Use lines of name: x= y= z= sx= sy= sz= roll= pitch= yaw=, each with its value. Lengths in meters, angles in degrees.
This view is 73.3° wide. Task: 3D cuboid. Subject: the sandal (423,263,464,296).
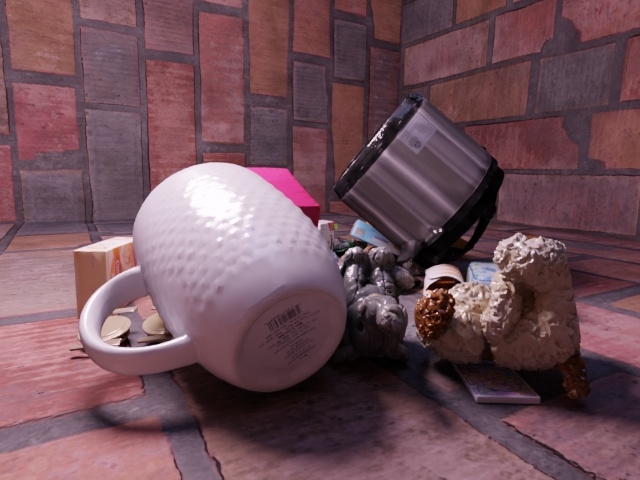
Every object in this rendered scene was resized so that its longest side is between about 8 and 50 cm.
sandal: x=0.318 y=0.096 z=1.133 sx=0.102 sy=0.076 sz=0.265 roll=2 pitch=9 yaw=8

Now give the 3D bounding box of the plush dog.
plush dog: x=0.259 y=0.129 z=0.653 sx=0.225 sy=0.210 sz=0.262 roll=-10 pitch=-25 yaw=24

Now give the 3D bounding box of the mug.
mug: x=-0.158 y=0.073 z=0.649 sx=0.374 sy=0.276 sz=0.328 roll=-20 pitch=35 yaw=-24

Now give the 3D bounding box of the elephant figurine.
elephant figurine: x=0.077 y=0.131 z=0.692 sx=0.169 sy=0.186 sz=0.239 roll=-31 pitch=29 yaw=18

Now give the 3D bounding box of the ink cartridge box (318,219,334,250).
ink cartridge box: x=0.000 y=0.000 z=1.523 sx=0.056 sy=0.135 sz=0.099 roll=10 pitch=13 yaw=32

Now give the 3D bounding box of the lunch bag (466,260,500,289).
lunch bag: x=0.441 y=0.109 z=1.022 sx=0.176 sy=0.090 sz=0.219 roll=2 pitch=9 yaw=15

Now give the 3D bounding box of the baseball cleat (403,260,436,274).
baseball cleat: x=0.312 y=0.073 z=1.368 sx=0.206 sy=0.072 sz=0.109 roll=-4 pitch=-6 yaw=-39

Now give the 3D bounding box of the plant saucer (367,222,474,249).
plant saucer: x=0.345 y=-0.026 z=1.621 sx=0.333 sy=0.081 sz=0.333 roll=25 pitch=-4 yaw=-29

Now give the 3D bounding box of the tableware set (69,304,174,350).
tableware set: x=-0.324 y=0.163 z=0.767 sx=0.194 sy=0.039 sz=0.128 roll=-6 pitch=21 yaw=-6

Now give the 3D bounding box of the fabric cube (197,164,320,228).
fabric cube: x=-0.175 y=-0.022 z=1.065 sx=0.259 sy=0.254 sz=0.258 roll=-2 pitch=29 yaw=-22

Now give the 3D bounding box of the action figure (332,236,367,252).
action figure: x=0.105 y=0.020 z=1.662 sx=0.137 sy=0.063 sz=0.232 roll=5 pitch=6 yaw=43

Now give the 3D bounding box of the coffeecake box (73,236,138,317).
coffeecake box: x=-0.465 y=0.075 z=0.961 sx=0.068 sy=0.142 sz=0.185 roll=2 pitch=9 yaw=-1

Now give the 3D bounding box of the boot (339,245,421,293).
boot: x=0.193 y=0.091 z=1.233 sx=0.207 sy=0.090 sz=0.248 roll=24 pitch=15 yaw=31

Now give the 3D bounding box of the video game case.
video game case: x=0.253 y=0.205 z=0.638 sx=0.087 sy=0.011 sz=0.122 roll=1 pitch=9 yaw=0

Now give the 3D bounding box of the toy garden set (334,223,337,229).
toy garden set: x=-0.073 y=0.007 z=1.656 sx=0.244 sy=0.049 sz=0.204 roll=-21 pitch=2 yaw=-21

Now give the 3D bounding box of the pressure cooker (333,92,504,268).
pressure cooker: x=0.292 y=-0.145 z=1.212 sx=0.420 sy=0.370 sz=0.375 roll=38 pitch=23 yaw=-3

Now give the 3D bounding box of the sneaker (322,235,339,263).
sneaker: x=0.006 y=0.046 z=1.243 sx=0.104 sy=0.125 sz=0.262 roll=13 pitch=12 yaw=11

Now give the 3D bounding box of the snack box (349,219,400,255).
snack box: x=0.200 y=-0.007 z=1.510 sx=0.187 sy=0.060 sz=0.322 roll=24 pitch=2 yaw=3
